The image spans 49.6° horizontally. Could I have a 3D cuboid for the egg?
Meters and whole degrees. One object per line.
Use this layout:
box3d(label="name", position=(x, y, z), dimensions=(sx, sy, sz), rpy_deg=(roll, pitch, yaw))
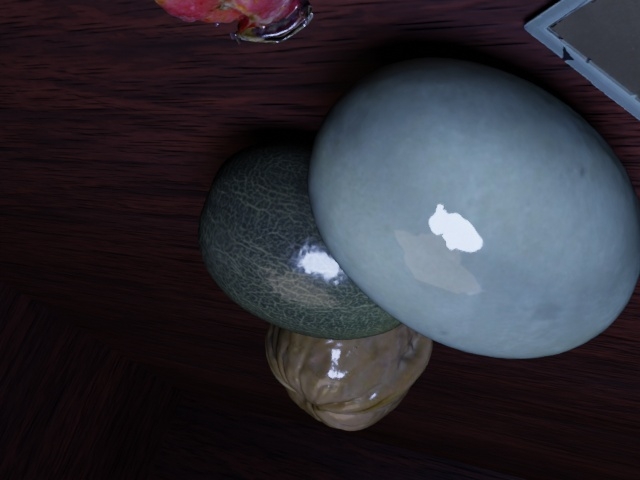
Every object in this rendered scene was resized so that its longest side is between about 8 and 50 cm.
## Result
box3d(label="egg", position=(0.150, -0.025, 0.670), dimensions=(0.352, 0.258, 0.258), rpy_deg=(35, 153, -23))

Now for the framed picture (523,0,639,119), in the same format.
box3d(label="framed picture", position=(0.325, -0.170, 0.520), dimensions=(0.216, 0.016, 0.273), rpy_deg=(29, 155, -20))

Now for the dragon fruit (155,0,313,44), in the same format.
box3d(label="dragon fruit", position=(-0.068, -0.257, 0.417), dimensions=(0.147, 0.211, 0.282), rpy_deg=(-17, 120, 36))

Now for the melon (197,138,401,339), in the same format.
box3d(label="melon", position=(0.000, 0.000, 0.871), dimensions=(0.301, 0.237, 0.237), rpy_deg=(22, 156, -3))

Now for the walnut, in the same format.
box3d(label="walnut", position=(0.046, 0.169, 1.156), dimensions=(0.285, 0.285, 0.296), rpy_deg=(10, 141, 23))
